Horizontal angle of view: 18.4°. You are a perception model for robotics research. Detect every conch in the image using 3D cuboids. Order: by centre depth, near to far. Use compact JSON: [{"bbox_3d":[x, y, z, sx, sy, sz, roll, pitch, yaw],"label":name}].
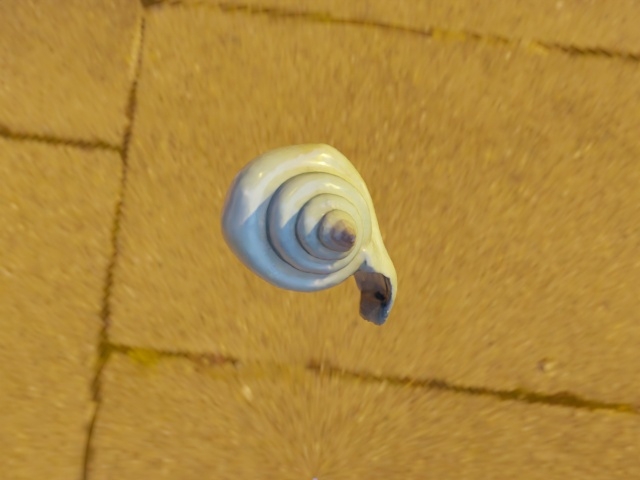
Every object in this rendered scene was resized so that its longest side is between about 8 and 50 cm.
[{"bbox_3d":[0.001,-0.007,0.868,0.088,0.180,0.065,24,93,-12],"label":"conch"}]
